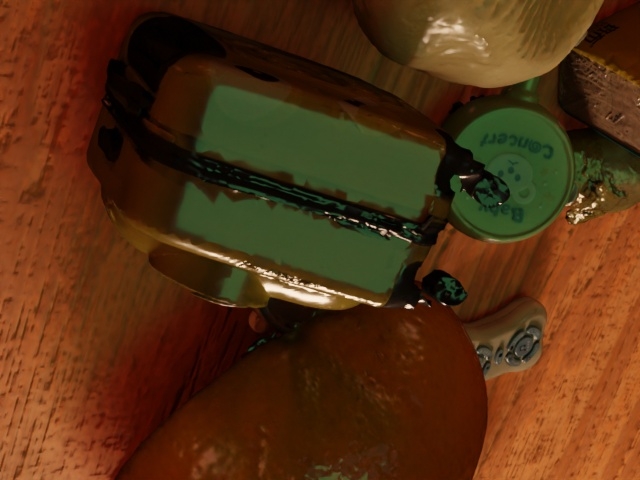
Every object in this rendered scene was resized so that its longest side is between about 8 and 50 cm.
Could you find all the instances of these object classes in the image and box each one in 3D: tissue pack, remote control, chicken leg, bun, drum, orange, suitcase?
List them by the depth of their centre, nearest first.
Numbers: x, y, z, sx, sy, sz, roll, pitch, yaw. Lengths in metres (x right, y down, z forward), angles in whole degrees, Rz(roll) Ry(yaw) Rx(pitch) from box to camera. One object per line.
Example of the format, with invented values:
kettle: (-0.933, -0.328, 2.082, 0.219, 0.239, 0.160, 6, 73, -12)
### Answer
suitcase: (-0.030, -0.041, 0.954, 0.235, 0.194, 0.143, 17, 103, -22)
bun: (0.106, -0.223, 1.006, 0.259, 0.160, 0.259, -38, 145, -34)
orange: (-0.017, 0.165, 1.167, 0.310, 0.274, 0.274, 2, 120, -12)
drum: (0.139, -0.123, 1.170, 0.130, 0.049, 0.253, -3, 102, -10)
tissue pack: (0.294, -0.149, 1.233, 0.169, 0.120, 0.082, -28, 131, -20)
chicken leg: (0.196, -0.054, 1.262, 0.178, 0.070, 0.093, 1, 123, -32)
remote control: (0.150, 0.096, 1.343, 0.122, 0.032, 0.074, -19, 129, -28)

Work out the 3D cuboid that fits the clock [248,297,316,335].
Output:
clock: (0.000, 0.000, 1.134, 0.155, 0.063, 0.229, -40, 134, -13)
